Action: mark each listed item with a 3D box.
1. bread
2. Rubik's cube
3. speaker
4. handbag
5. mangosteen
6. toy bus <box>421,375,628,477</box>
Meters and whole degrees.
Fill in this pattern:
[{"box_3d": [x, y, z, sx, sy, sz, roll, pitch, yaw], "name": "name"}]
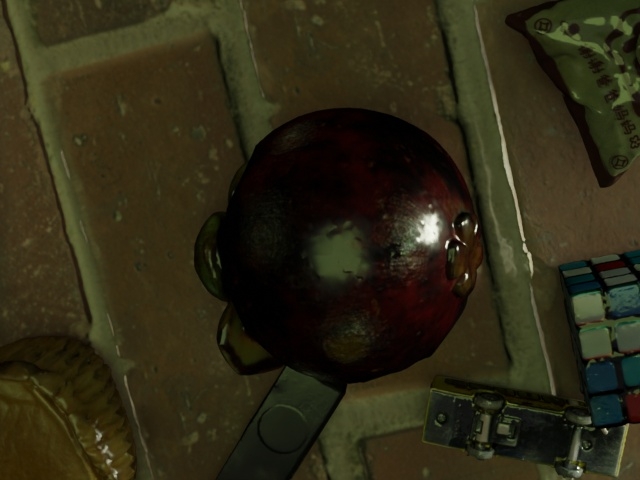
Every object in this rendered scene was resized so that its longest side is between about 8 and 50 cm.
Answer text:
[{"box_3d": [-0.333, 0.244, 1.259, 0.228, 0.142, 0.253, -20, 100, 8], "name": "bread"}, {"box_3d": [0.349, 0.099, 1.148, 0.151, 0.154, 0.155, -10, 98, 9], "name": "Rubik's cube"}, {"box_3d": [-0.055, 0.248, 1.275, 0.082, 0.044, 0.218, 32, 102, 0], "name": "speaker"}, {"box_3d": [0.342, -0.201, 1.114, 0.235, 0.127, 0.213, -32, 97, -2], "name": "handbag"}, {"box_3d": [0.018, 0.005, 1.112, 0.311, 0.311, 0.311, 1, 100, 6], "name": "mangosteen"}, {"box_3d": [0.233, 0.217, 1.223, 0.226, 0.074, 0.081, 8, 100, 5], "name": "toy bus"}]
